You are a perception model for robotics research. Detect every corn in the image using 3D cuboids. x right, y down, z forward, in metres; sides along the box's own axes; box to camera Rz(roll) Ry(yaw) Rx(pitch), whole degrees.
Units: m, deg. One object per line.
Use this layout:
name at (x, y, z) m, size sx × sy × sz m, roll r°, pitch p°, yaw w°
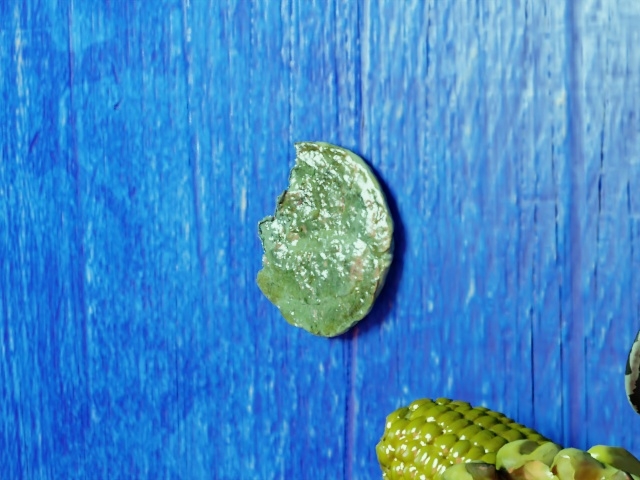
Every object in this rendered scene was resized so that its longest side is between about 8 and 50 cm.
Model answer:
corn at (0.152, 0.177, 0.929) m, size 0.313 × 0.102 × 0.102 m, roll 26°, pitch 111°, yaw 43°

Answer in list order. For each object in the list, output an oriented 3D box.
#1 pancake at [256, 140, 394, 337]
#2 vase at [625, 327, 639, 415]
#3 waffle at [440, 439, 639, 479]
pancake at (0.003, 0.003, 1.108) m, size 0.116 × 0.023 × 0.129 m, roll 43°, pitch 121°, yaw 31°
vase at (0.306, 0.128, 0.744) m, size 0.360 × 0.165 × 0.165 m, roll 38°, pitch 119°, yaw 41°
waffle at (0.163, 0.233, 0.813) m, size 0.329 × 0.062 × 0.329 m, roll 22°, pitch 123°, yaw 37°
